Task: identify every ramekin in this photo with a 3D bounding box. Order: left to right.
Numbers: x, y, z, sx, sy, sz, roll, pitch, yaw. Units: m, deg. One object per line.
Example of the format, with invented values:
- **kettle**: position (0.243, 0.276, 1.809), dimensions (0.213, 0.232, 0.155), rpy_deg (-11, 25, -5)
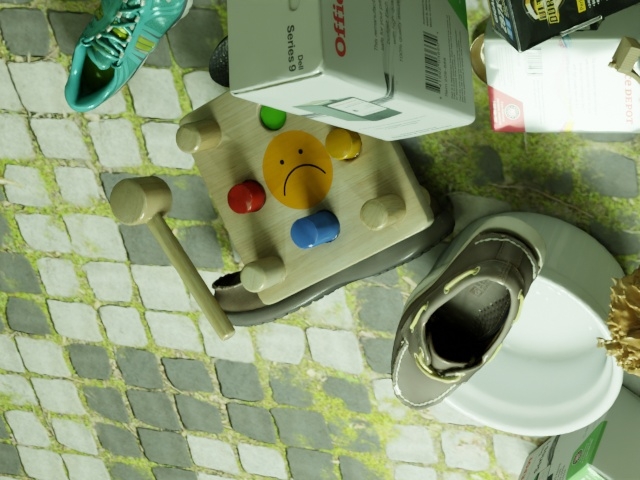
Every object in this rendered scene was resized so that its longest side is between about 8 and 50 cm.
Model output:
- **ramekin**: position (0.250, 0.096, 2.079), dimensions (0.277, 0.135, 0.277), rpy_deg (14, 133, 16)

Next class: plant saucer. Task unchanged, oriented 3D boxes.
- **plant saucer**: position (0.210, -0.207, 1.917), dimensions (0.083, 0.015, 0.083), rpy_deg (14, 133, 15)

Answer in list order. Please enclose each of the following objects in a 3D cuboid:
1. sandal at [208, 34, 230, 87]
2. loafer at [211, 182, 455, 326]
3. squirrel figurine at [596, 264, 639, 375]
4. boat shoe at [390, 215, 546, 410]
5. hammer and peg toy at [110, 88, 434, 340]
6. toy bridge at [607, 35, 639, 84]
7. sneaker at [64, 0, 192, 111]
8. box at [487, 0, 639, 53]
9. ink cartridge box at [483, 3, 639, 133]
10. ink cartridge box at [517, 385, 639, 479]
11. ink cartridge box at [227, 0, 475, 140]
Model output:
- **sandal**: position (-0.069, -0.250, 2.009), dimensions (0.067, 0.040, 0.179), rpy_deg (33, 121, -11)
- **loafer**: position (0.000, 0.000, 2.145), dimensions (0.366, 0.134, 0.130), rpy_deg (-25, 95, 30)
- **squirrel figurine**: position (0.491, 0.062, 1.760), dimensions (0.281, 0.370, 0.397), rpy_deg (40, 134, -11)
- **boat shoe**: position (0.156, 0.105, 1.968), dimensions (0.116, 0.097, 0.324), rpy_deg (31, 135, -1)
- **hammer and peg toy**: position (-0.059, -0.056, 2.017), dimensions (0.361, 0.127, 0.266), rpy_deg (-28, 87, 30)
- **toy bridge**: position (0.383, -0.167, 1.788), dimensions (0.188, 0.026, 0.063), rpy_deg (11, 122, -23)
- **sneaker**: position (-0.234, -0.255, 2.031), dimensions (0.107, 0.110, 0.275), rpy_deg (32, 135, -2)
- **box**: position (0.260, -0.369, 1.599), dimensions (0.257, 0.079, 0.322), rpy_deg (-23, 127, -6)
- **ink cartridge box**: position (0.273, -0.187, 1.848), dimensions (0.175, 0.072, 0.127), rpy_deg (2, 129, 14)
- **ink cartridge box**: position (0.340, 0.313, 2.205), dimensions (0.092, 0.160, 0.219), rpy_deg (36, 134, -5)
- **ink cartridge box**: position (0.033, -0.235, 1.747), dimensions (0.121, 0.211, 0.289), rpy_deg (-10, 168, 34)
